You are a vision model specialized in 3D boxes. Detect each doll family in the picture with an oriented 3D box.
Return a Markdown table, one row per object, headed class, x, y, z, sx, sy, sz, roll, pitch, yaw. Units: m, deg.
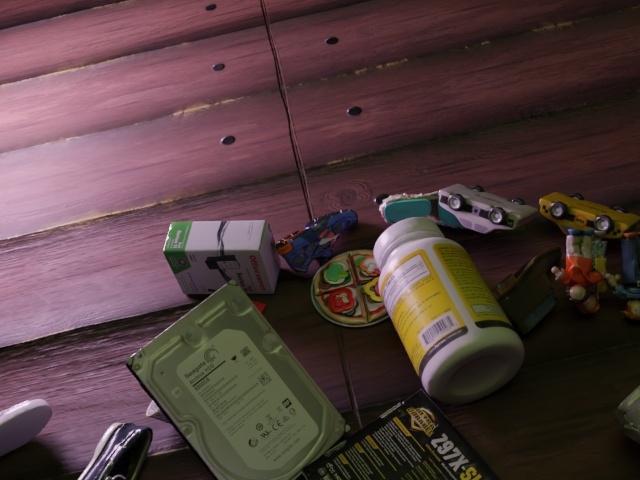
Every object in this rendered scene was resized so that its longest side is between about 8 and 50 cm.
| class | x | y | z | sx | sy | sz | roll | pitch | yaw |
| --- | --- | --- | --- | --- | --- | --- | --- | --- | --- |
| doll family | 0.557 | 0.065 | 1.425 | 0.263 | 0.118 | 0.163 | 2 | 90 | 8 |

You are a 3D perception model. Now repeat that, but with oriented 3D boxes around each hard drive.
| class | x | y | z | sx | sy | sz | roll | pitch | yaw |
| --- | --- | --- | --- | --- | --- | --- | --- | --- | --- |
| hard drive | -0.140 | 0.268 | 1.324 | 0.237 | 0.064 | 0.339 | -37 | 87 | -21 |

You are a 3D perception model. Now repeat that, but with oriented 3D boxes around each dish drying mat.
| class | x | y | z | sx | sy | sz | roll | pitch | yaw |
| --- | --- | --- | --- | --- | --- | --- | --- | --- | --- |
| dish drying mat | -0.154 | 0.137 | 1.604 | 0.083 | 0.008 | 0.032 | 10 | 51 | 21 |

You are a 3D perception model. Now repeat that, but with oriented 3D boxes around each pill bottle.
| class | x | y | z | sx | sy | sz | roll | pitch | yaw |
| --- | --- | --- | --- | --- | --- | --- | --- | --- | --- |
| pill bottle | 0.220 | 0.118 | 1.422 | 0.188 | 0.188 | 0.334 | -19 | 48 | -5 |

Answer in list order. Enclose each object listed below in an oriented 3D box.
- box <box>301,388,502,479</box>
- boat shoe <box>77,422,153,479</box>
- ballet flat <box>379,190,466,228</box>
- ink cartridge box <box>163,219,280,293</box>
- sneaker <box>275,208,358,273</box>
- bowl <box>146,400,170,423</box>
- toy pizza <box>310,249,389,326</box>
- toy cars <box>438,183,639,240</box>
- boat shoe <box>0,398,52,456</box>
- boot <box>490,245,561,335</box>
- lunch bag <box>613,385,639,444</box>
| class | x | y | z | sx | sy | sz | roll | pitch | yaw |
| --- | --- | --- | --- | --- | --- | --- | --- | --- | --- |
| box | 0.158 | 0.431 | 1.232 | 0.257 | 0.079 | 0.322 | -30 | 50 | -17 |
| boat shoe | -0.364 | 0.432 | 1.331 | 0.079 | 0.095 | 0.254 | -5 | 38 | 23 |
| ballet flat | 0.249 | -0.074 | 1.665 | 0.241 | 0.091 | 0.077 | 4 | 17 | 9 |
| ink cartridge box | -0.201 | 0.037 | 1.605 | 0.208 | 0.153 | 0.087 | -1 | 49 | 12 |
| sneaker | 0.000 | 0.000 | 1.654 | 0.221 | 0.087 | 0.083 | -31 | 13 | -33 |
| bowl | -0.234 | 0.283 | 1.422 | 0.080 | 0.170 | 0.170 | 45 | 60 | -11 |
| toy pizza | 0.078 | 0.090 | 1.581 | 0.201 | 0.032 | 0.201 | -6 | 48 | 7 |
| toy cars | 0.431 | -0.040 | 1.543 | 0.393 | 0.087 | 0.176 | 5 | 22 | -3 |
| boat shoe | -0.638 | 0.369 | 1.445 | 0.267 | 0.096 | 0.088 | -36 | 56 | -9 |
| boot | 0.420 | 0.096 | 1.497 | 0.219 | 0.082 | 0.106 | -30 | 76 | -30 |
| lunch bag | 0.636 | 0.286 | 1.201 | 0.287 | 0.169 | 0.235 | -28 | 49 | -20 |
